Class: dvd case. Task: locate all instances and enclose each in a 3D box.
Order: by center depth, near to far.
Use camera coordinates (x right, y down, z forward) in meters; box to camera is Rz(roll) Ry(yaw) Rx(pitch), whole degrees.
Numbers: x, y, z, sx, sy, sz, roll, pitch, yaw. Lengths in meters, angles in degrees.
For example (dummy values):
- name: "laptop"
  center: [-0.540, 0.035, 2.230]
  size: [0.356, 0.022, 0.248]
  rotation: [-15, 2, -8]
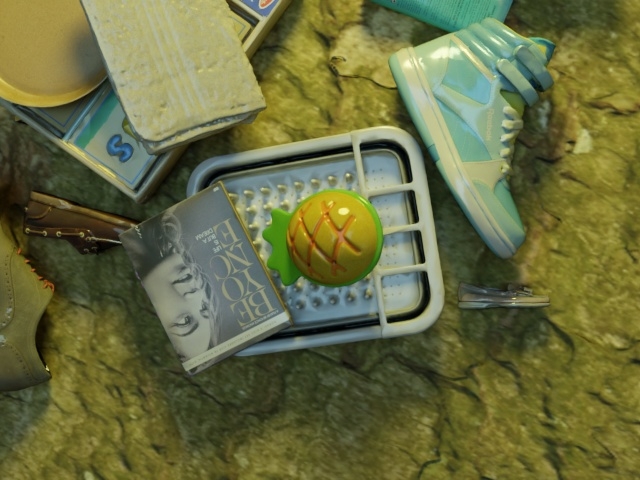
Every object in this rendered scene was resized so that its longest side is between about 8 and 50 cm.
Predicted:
- name: "dvd case"
  center: [-0.158, 0.054, 1.086]
  size: [0.165, 0.018, 0.221]
  rotation: [-27, 89, 7]

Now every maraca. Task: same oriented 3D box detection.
- name: "maraca"
  center: [0.000, 0.000, 1.030]
  size: [0.186, 0.099, 0.127]
  rotation: [-10, 86, 34]

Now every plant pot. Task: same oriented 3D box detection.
- name: "plant pot"
  center: [-0.378, -0.297, 1.091]
  size: [0.237, 0.032, 0.236]
  rotation: [0, 88, 2]

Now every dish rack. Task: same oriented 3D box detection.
- name: "dish rack"
  center: [-0.007, 0.003, 1.111]
  size: [0.333, 0.072, 0.285]
  rotation: [-9, 89, 7]

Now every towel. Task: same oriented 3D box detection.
- name: "towel"
  center: [-0.202, -0.269, 1.062]
  size: [0.187, 0.049, 0.282]
  rotation: [-21, 94, -12]

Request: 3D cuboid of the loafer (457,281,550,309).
- name: "loafer"
  center: [0.252, 0.075, 1.091]
  size: [0.125, 0.045, 0.039]
  rotation: [-2, 83, 10]

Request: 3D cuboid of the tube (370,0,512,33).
- name: "tube"
  center: [0.158, -0.334, 1.105]
  size: [0.207, 0.052, 0.080]
  rotation: [19, 105, 1]

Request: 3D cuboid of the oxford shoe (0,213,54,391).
- name: "oxford shoe"
  center: [-0.458, 0.051, 1.151]
  size: [0.130, 0.123, 0.347]
  rotation: [-4, 103, -19]

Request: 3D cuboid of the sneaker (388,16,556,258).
- name: "sneaker"
  center: [0.244, -0.151, 1.048]
  size: [0.208, 0.127, 0.318]
  rotation: [-27, 87, 10]

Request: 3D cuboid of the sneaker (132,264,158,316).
- name: "sneaker"
  center: [-0.200, 0.075, 1.139]
  size: [0.075, 0.063, 0.170]
  rotation: [-35, 80, 12]

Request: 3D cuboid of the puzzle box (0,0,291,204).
- name: "puzzle box"
  center: [-0.245, -0.290, 1.130]
  size: [0.272, 0.052, 0.408]
  rotation: [35, 90, 1]

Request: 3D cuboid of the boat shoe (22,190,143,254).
- name: "boat shoe"
  center: [-0.338, -0.014, 1.156]
  size: [0.207, 0.073, 0.073]
  rotation: [15, 90, 15]

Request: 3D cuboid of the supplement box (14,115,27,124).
- name: "supplement box"
  center: [-0.425, -0.219, 1.181]
  size: [0.055, 0.043, 0.083]
  rotation: [-7, 88, 8]
